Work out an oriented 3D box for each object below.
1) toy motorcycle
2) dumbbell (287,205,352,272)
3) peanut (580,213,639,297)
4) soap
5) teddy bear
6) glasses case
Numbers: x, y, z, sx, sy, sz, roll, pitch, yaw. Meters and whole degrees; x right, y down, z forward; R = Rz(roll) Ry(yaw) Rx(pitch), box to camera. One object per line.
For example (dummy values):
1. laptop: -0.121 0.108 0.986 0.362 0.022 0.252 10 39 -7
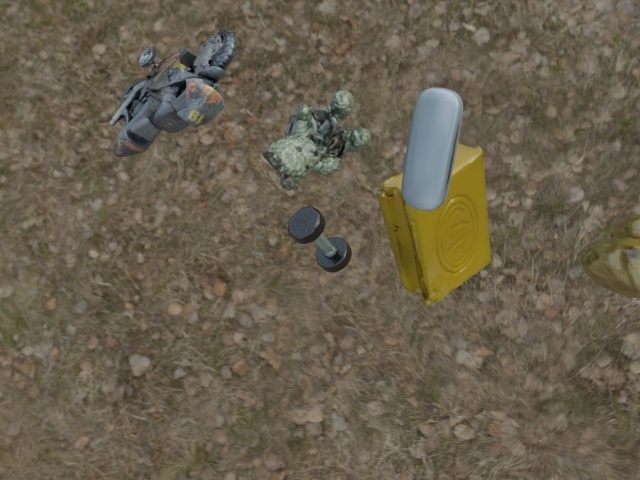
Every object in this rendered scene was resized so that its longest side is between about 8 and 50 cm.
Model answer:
1. toy motorcycle: -0.264 -0.258 1.142 0.307 0.108 0.174 -20 58 33
2. dumbbell: 0.000 0.000 1.694 0.100 0.191 0.100 -18 50 23
3. peanut: 0.496 0.024 0.932 0.233 0.110 0.196 -27 26 -33
4. soap: 0.241 -0.029 1.292 0.204 0.325 0.096 -36 46 -15
5. teddy bear: -0.023 -0.161 1.061 0.213 0.133 0.111 -38 26 -29
6. glasses case: 0.161 -0.131 0.930 0.067 0.045 0.179 18 112 27
